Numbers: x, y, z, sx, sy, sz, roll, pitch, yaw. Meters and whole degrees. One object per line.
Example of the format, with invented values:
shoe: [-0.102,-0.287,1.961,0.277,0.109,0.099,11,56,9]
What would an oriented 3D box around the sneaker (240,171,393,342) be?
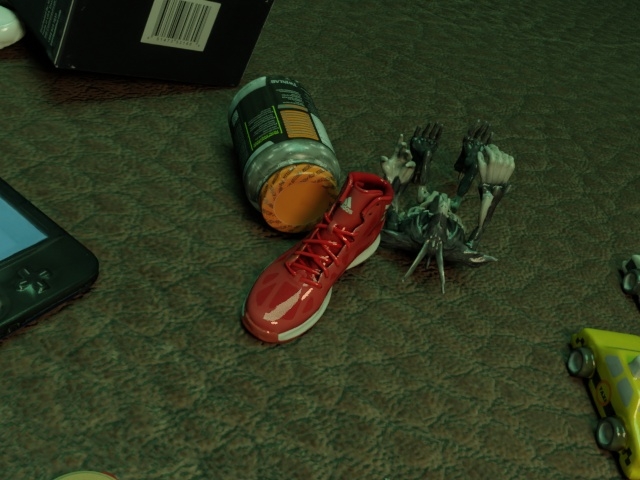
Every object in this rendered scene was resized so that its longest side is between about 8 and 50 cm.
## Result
sneaker: [0.000,0.000,0.722,0.087,0.128,0.221,31,50,13]

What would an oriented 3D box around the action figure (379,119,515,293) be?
action figure: [0.149,-0.065,0.867,0.164,0.141,0.276,9,39,8]

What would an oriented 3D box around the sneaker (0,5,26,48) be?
sneaker: [-0.498,-0.321,0.891,0.232,0.115,0.090,16,40,-7]

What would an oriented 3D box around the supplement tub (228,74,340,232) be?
supplement tub: [-0.044,-0.106,0.846,0.117,0.117,0.190,3,43,-21]

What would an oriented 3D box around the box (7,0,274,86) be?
box: [-0.271,-0.378,0.967,0.296,0.183,0.294,-7,45,-47]

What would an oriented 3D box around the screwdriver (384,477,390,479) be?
screwdriver: [0.119,0.260,0.583,0.170,0.024,0.025,40,13,31]

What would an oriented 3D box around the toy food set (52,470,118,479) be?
toy food set: [-0.174,0.207,0.509,0.083,0.020,0.083,7,41,-16]

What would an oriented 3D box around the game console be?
game console: [-0.371,-0.047,0.592,0.293,0.173,0.250,36,42,16]

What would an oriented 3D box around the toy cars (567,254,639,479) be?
toy cars: [0.409,0.117,0.814,0.176,0.087,0.393,37,42,18]
